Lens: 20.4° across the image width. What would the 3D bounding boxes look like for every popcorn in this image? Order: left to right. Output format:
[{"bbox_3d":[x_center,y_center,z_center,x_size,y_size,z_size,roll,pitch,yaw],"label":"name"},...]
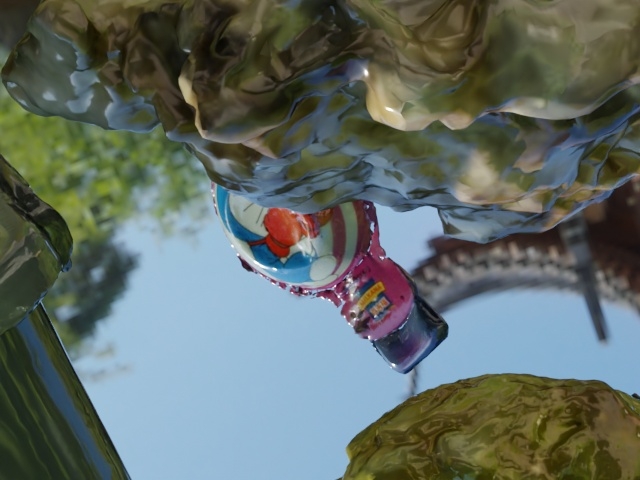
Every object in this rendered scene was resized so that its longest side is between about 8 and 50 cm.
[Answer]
[{"bbox_3d":[0.124,0.211,1.103,0.282,0.282,0.247,-37,169,-43],"label":"popcorn"}]

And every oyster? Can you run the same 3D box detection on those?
[{"bbox_3d":[0.092,-0.051,0.469,0.355,0.107,0.201,-3,-159,-17],"label":"oyster"}]

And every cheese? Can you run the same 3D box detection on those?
[{"bbox_3d":[0.000,0.000,0.821,0.038,0.145,0.095,-40,174,-46],"label":"cheese"}]

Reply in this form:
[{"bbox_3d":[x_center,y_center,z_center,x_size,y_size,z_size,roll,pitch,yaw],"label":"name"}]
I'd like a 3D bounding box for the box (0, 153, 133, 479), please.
[{"bbox_3d":[-0.167,0.089,0.534,0.243,0.135,0.163,-32,-153,-14],"label":"box"}]
